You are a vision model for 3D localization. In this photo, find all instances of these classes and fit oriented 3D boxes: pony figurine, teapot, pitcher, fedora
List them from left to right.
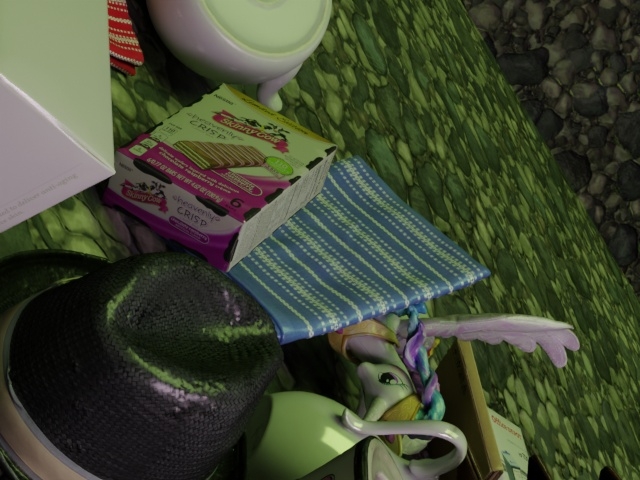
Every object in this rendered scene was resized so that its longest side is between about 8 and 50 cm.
[{"bbox_3d":[-0.142,0.109,1.262,0.334,0.152,0.334,37,34,-31],"label":"fedora"},{"bbox_3d":[-0.126,-0.303,1.817,0.252,0.187,0.256,1,80,-38],"label":"teapot"},{"bbox_3d":[0.032,0.221,1.525,0.207,0.178,0.125,26,33,-16],"label":"pitcher"},{"bbox_3d":[0.090,0.110,1.782,0.351,0.303,0.363,11,42,-52],"label":"pony figurine"}]

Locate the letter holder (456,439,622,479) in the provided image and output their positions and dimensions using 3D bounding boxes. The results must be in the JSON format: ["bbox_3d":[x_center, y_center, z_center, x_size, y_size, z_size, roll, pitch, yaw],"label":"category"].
[{"bbox_3d":[0.226,0.375,1.532,0.214,0.152,0.302,-112,-159,-72],"label":"letter holder"}]

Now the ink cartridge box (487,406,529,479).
[{"bbox_3d":[0.249,0.348,2.092,0.139,0.082,0.191,35,37,-53],"label":"ink cartridge box"}]

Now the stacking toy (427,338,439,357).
[{"bbox_3d":[0.083,0.076,2.059,0.221,0.052,0.167,64,19,5],"label":"stacking toy"}]

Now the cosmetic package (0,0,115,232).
[{"bbox_3d":[-0.298,-0.191,1.248,0.155,0.197,0.366,42,32,-47],"label":"cosmetic package"}]

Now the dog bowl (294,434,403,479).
[{"bbox_3d":[0.036,0.391,1.319,0.408,0.150,0.408,-18,90,-83],"label":"dog bowl"}]

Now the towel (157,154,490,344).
[{"bbox_3d":[0.000,0.000,1.625,0.336,0.040,0.243,-15,46,-42],"label":"towel"}]

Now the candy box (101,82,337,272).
[{"bbox_3d":[-0.103,-0.074,1.578,0.159,0.071,0.233,29,32,11],"label":"candy box"}]

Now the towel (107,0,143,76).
[{"bbox_3d":[-0.288,-0.336,1.670,0.199,0.031,0.275,29,41,-56],"label":"towel"}]

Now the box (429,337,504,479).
[{"bbox_3d":[0.185,0.256,1.973,0.021,0.164,0.201,1,55,-19],"label":"box"}]
